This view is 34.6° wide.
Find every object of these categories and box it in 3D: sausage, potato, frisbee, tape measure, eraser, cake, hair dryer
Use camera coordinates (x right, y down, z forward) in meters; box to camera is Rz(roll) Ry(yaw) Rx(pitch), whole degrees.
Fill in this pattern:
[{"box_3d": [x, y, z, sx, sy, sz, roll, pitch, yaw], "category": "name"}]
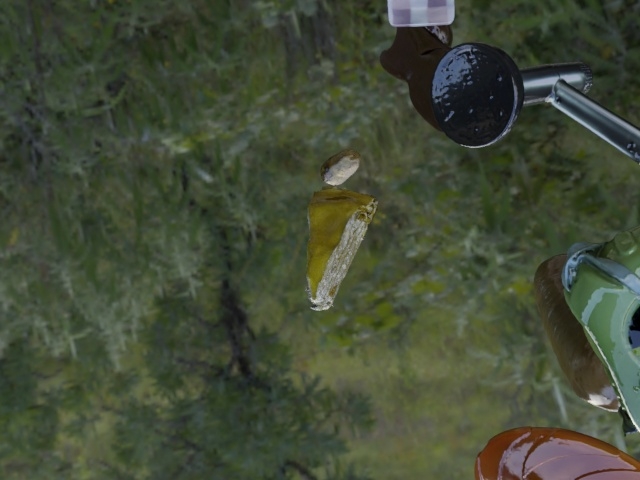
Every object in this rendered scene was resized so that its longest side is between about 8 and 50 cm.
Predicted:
[{"box_3d": [0.402, 0.138, 1.525, 0.123, 0.136, 0.501, -11, -165, 8], "category": "sausage"}, {"box_3d": [0.033, -0.124, 1.730, 0.051, 0.040, 0.083, 16, 137, -42], "category": "potato"}, {"box_3d": [0.215, 0.233, 0.860, 0.192, 0.192, 0.035, -25, -160, 48], "category": "frisbee"}, {"box_3d": [0.325, 0.066, 0.978, 0.175, 0.200, 0.106, -28, -162, 15], "category": "tape measure"}, {"box_3d": [0.160, -0.374, 1.633, 0.105, 0.065, 0.026, -3, -175, 7], "category": "eraser"}, {"box_3d": [-0.002, -0.001, 1.475, 0.116, 0.185, 0.079, 26, 178, 30], "category": "cake"}, {"box_3d": [0.376, -0.210, 1.553, 0.320, 0.156, 0.284, -10, -153, -37], "category": "hair dryer"}]

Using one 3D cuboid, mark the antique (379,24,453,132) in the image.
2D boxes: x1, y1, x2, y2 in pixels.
[{"box_3d": [0.216, -0.309, 1.821, 0.143, 0.257, 0.121, -18, 151, -36], "category": "antique"}]
